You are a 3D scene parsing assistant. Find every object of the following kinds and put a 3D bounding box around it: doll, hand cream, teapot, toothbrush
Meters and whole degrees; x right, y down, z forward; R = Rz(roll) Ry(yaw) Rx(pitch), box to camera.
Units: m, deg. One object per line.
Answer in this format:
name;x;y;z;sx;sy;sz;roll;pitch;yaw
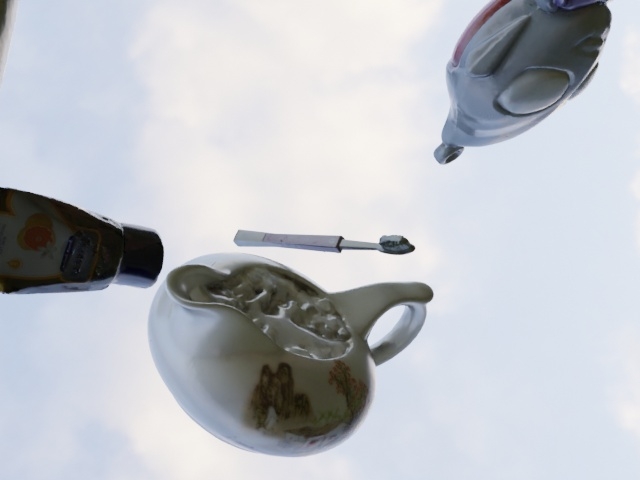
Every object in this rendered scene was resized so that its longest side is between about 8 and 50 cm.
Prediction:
doll;0.127;-0.118;0.935;0.102;0.227;0.075;-13;-120;-45
hand cream;-0.162;-0.001;0.850;0.163;0.062;0.039;9;-158;-28
teapot;-0.035;0.084;1.365;0.298;0.139;0.204;0;-141;-48
toothbrush;0.001;0.001;1.421;0.017;0.194;0.014;49;-124;-40

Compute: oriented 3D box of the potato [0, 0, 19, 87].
potato;-0.426;-0.208;1.565;0.219;0.270;0.359;64;-142;-62
